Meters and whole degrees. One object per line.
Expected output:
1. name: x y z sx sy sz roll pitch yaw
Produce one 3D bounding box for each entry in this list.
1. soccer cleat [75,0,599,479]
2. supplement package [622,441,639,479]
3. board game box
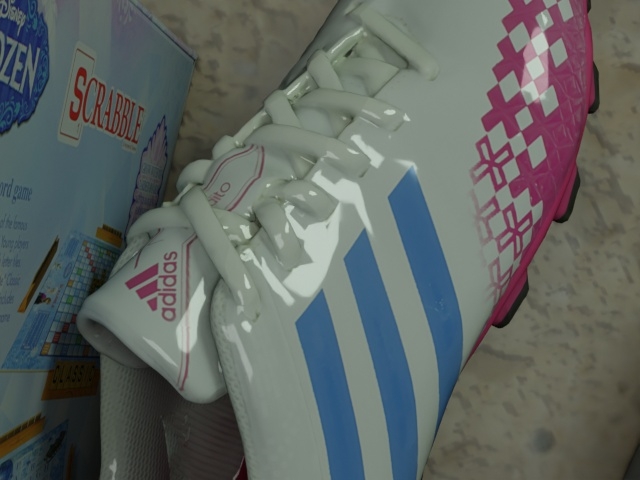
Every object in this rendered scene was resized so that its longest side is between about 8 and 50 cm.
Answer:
1. soccer cleat: 0.000 0.000 0.491 0.143 0.116 0.331 29 73 -40
2. supplement package: 0.246 0.106 0.511 0.244 0.134 0.139 25 91 3
3. board game box: -0.126 0.064 0.443 0.065 0.318 0.318 13 89 4
